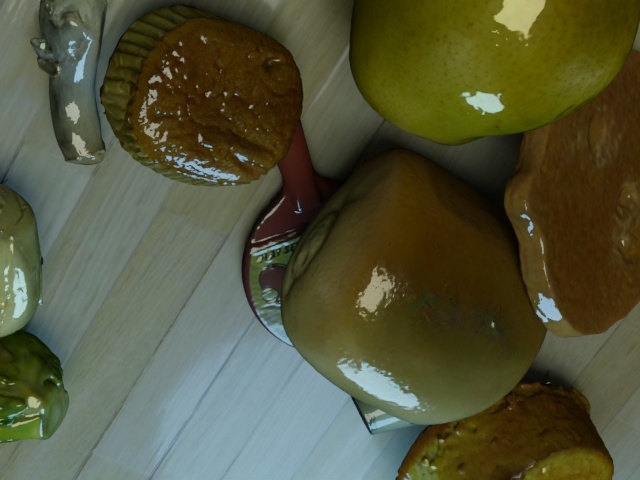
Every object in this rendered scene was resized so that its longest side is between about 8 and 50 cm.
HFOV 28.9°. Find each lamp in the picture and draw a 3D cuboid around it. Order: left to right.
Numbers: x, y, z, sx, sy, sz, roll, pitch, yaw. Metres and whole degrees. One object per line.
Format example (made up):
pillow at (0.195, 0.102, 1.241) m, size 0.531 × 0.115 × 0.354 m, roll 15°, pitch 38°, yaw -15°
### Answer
lamp at (0.158, 0.227, 1.973) m, size 0.214 × 0.121 × 0.121 m, roll -25°, pitch 120°, yaw -8°

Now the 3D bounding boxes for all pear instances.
pear at (0.221, -0.305, 1.552) m, size 0.362 × 0.362 × 0.418 m, roll 31°, pitch 122°, yaw -23°

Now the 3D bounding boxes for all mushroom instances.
mushroom at (-0.326, -0.227, 1.656) m, size 0.096 × 0.099 × 0.278 m, roll 24°, pitch 126°, yaw 28°

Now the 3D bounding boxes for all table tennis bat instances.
table tennis bat at (0.000, 0.000, 1.862) m, size 0.268 × 0.051 × 0.415 m, roll -19°, pitch 122°, yaw -2°

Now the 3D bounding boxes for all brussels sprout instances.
brussels sprout at (-0.481, 0.215, 1.806) m, size 0.223 × 0.223 × 0.161 m, roll -2°, pitch 102°, yaw -9°

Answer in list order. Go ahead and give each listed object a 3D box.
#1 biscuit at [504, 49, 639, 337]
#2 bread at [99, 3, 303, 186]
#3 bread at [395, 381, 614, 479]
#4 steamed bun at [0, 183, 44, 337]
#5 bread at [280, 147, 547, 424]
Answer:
biscuit at (0.392, -0.062, 1.771) m, size 0.385 × 0.062 × 0.365 m, roll -45°, pitch 123°, yaw -32°
bread at (-0.154, -0.185, 1.647) m, size 0.253 × 0.142 × 0.227 m, roll 25°, pitch 91°, yaw -33°
bread at (0.300, 0.395, 2.008) m, size 0.336 × 0.204 × 0.358 m, roll 19°, pitch 116°, yaw -34°
steamed bun at (-0.522, 0.022, 1.720) m, size 0.273 × 0.166 × 0.232 m, roll -1°, pitch 131°, yaw -3°
bread at (0.139, 0.076, 1.757) m, size 0.376 × 0.253 × 0.348 m, roll 34°, pitch 89°, yaw -29°
